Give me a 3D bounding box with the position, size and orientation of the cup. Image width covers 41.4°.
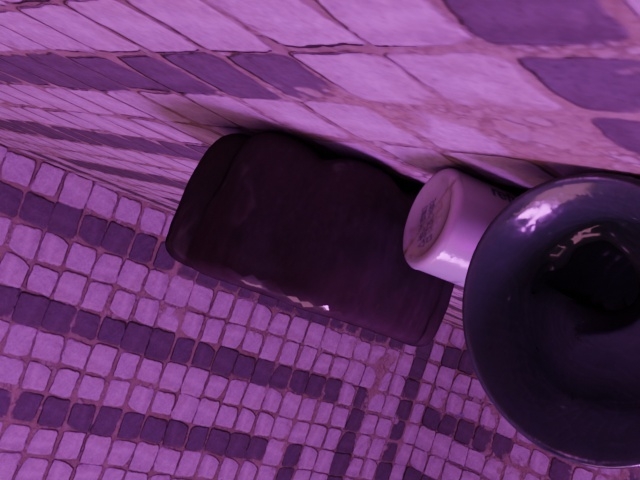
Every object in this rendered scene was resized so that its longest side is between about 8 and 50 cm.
[{"bbox_3d":[0.226,0.051,0.618,0.199,0.199,0.150,15,-168,41],"label":"cup"}]

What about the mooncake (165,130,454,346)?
[{"bbox_3d":[0.000,0.000,0.878,0.306,0.154,0.306,19,174,2],"label":"mooncake"}]

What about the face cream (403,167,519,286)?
[{"bbox_3d":[0.225,0.033,0.739,0.311,0.092,0.092,22,174,-18],"label":"face cream"}]
